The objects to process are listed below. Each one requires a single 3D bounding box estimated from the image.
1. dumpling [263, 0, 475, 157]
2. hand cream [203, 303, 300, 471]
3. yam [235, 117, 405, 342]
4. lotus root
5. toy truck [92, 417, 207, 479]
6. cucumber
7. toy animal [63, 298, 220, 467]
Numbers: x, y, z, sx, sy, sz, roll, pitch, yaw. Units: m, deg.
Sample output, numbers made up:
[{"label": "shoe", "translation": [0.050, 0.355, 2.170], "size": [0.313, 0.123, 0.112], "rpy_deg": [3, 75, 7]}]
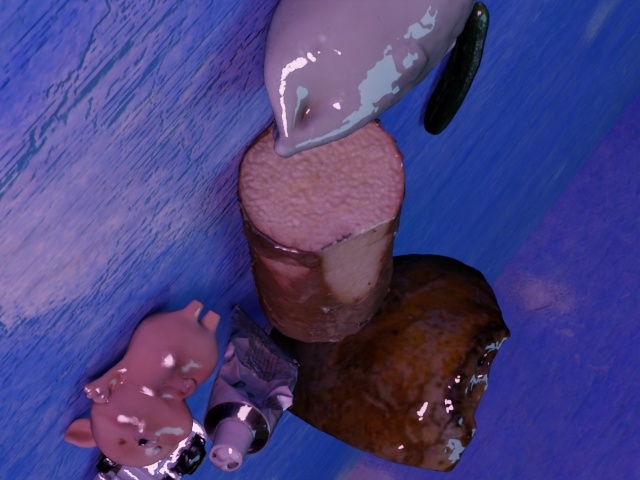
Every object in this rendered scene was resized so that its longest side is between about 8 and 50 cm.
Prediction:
[{"label": "dumpling", "translation": [0.032, -0.136, 0.726], "size": [0.217, 0.105, 0.149], "rpy_deg": [-52, 165, -10]}, {"label": "hand cream", "translation": [-0.056, 0.114, 0.894], "size": [0.050, 0.084, 0.257], "rpy_deg": [-49, -174, 15]}, {"label": "yam", "translation": [0.000, -0.002, 0.900], "size": [0.238, 0.129, 0.128], "rpy_deg": [94, 0, -65]}, {"label": "lotus root", "translation": [0.045, 0.098, 1.069], "size": [0.314, 0.142, 0.210], "rpy_deg": [-6, -116, 68]}, {"label": "toy truck", "translation": [-0.154, 0.196, 0.975], "size": [0.111, 0.076, 0.077], "rpy_deg": [-52, -175, -5]}, {"label": "cucumber", "translation": [0.142, -0.171, 1.121], "size": [0.033, 0.036, 0.184], "rpy_deg": [-51, 166, -41]}, {"label": "toy animal", "translation": [-0.127, 0.114, 0.842], "size": [0.150, 0.083, 0.089], "rpy_deg": [-56, 176, 3]}]
